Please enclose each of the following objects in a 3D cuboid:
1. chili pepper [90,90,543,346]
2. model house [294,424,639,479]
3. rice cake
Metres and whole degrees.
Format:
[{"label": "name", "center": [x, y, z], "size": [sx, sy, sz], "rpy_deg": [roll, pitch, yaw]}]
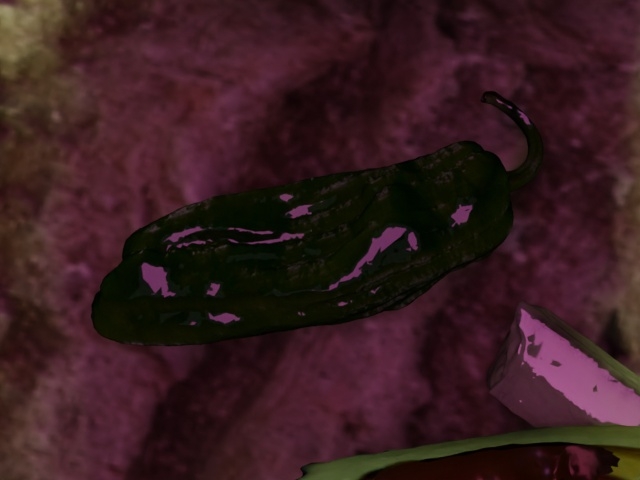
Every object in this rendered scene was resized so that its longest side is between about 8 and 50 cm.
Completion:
[{"label": "chili pepper", "center": [0.000, 0.001, 0.994], "size": [0.257, 0.074, 0.100], "rpy_deg": [-13, 41, -2]}, {"label": "model house", "center": [0.084, 0.225, 0.910], "size": [0.268, 0.173, 0.239], "rpy_deg": [-5, 107, -13]}, {"label": "rice cake", "center": [0.195, 0.125, 0.989], "size": [0.256, 0.052, 0.057], "rpy_deg": [37, 122, 4]}]
